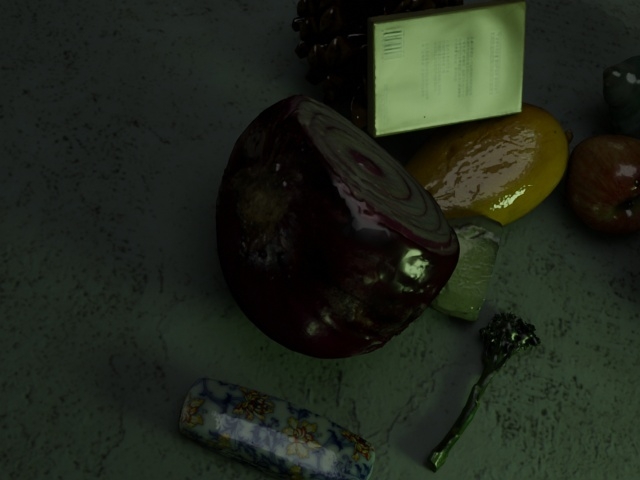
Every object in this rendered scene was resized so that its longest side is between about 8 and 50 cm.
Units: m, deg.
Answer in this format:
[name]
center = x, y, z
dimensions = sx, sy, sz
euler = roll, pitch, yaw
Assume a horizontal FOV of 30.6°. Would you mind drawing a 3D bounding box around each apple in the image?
[apple]
center = 0.422, -0.084, 1.675
dimensions = 0.146, 0.146, 0.131
euler = 0, 37, -12

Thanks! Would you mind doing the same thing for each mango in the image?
[mango]
center = 0.224, -0.100, 1.655
dimensions = 0.317, 0.119, 0.176
euler = -29, 73, -17

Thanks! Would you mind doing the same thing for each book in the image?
[book]
center = 0.169, -0.232, 1.556
dimensions = 0.231, 0.161, 0.026
euler = -11, 26, -21

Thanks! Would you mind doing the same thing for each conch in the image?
[conch]
center = 0.526, -0.183, 1.745
dimensions = 0.277, 0.195, 0.220
euler = 35, 88, -21

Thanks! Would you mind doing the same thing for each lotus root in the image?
[lotus root]
center = 0.167, 0.035, 1.567
dimensions = 0.144, 0.070, 0.143
euler = 6, 98, 0

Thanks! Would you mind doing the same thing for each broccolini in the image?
[broccolini]
center = 0.209, 0.191, 1.535
dimensions = 0.071, 0.057, 0.254
euler = 5, 46, 41

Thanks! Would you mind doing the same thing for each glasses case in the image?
[glasses case]
center = -0.053, 0.244, 1.442
dimensions = 0.248, 0.065, 0.087
euler = 23, 62, 1

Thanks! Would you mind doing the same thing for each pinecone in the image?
[pinecone]
center = 0.081, -0.294, 1.657
dimensions = 0.264, 0.264, 0.264
euler = 5, 62, -10

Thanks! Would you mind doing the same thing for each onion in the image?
[onion]
center = 0.000, 0.000, 1.477
dimensions = 0.282, 0.260, 0.336
euler = 7, 38, -53
